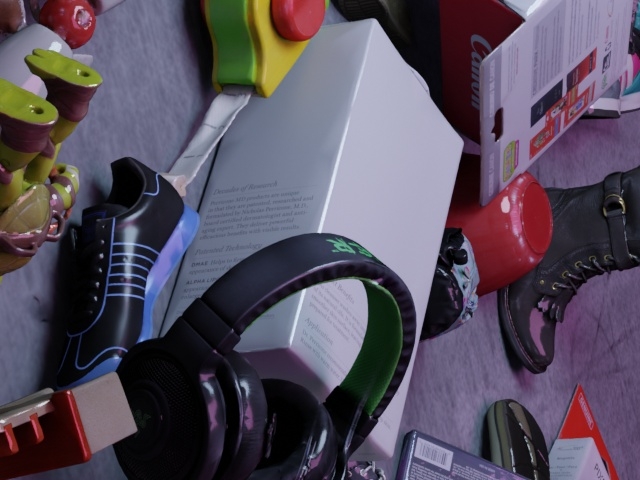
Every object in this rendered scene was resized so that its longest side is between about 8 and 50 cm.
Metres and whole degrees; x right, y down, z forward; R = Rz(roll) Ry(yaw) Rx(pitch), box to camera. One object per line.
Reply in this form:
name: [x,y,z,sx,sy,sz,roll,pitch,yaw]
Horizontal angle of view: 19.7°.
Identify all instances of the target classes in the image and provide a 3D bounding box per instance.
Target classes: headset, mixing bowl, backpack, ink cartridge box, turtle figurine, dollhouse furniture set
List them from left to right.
turtle figurine: [-0.239,-0.023,1.352,0.269,0.087,0.217,-28,151,-50]
dollhouse furniture set: [-0.178,0.239,1.338,0.135,0.262,0.259,-23,96,-56]
headset: [-0.061,0.181,1.497,0.394,0.185,0.243,-50,142,3]
backpack: [0.101,0.048,1.972,0.182,0.152,0.115,-39,124,-69]
mixing bowl: [0.215,-0.022,2.199,0.181,0.098,0.181,15,73,-57]
ink cartridge box: [0.221,-0.228,2.060,0.272,0.130,0.309,-44,155,-19]
ink cartridge box: [0.375,0.364,2.431,0.239,0.060,0.275,-58,132,-45]

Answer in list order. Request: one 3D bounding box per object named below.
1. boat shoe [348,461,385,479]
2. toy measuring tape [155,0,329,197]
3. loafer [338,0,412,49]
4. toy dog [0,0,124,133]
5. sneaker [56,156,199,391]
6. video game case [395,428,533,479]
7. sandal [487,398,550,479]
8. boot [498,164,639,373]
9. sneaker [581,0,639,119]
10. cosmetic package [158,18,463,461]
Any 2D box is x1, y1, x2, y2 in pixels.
boat shoe: [0.047,0.245,1.899,0.075,0.065,0.206,-49,126,-51]
toy measuring tape: [-0.085,-0.186,1.729,0.330,0.121,0.121,-56,132,-34]
loafer: [0.061,-0.262,2.033,0.148,0.056,0.050,48,44,-58]
toy dog: [-0.216,-0.227,1.513,0.334,0.161,0.220,-39,121,-38]
sneaker: [-0.182,0.033,1.556,0.090,0.081,0.232,46,45,-28]
video game case: [0.154,0.363,1.997,0.196,0.026,0.274,25,59,-17]
sandal: [0.219,0.328,2.162,0.120,0.086,0.303,45,33,-37]
boot: [0.340,0.028,2.268,0.091,0.229,0.263,15,72,-58]
sneaker: [0.368,-0.254,2.467,0.295,0.124,0.178,-22,108,-66]
cosmetic package: [0.000,0.000,1.784,0.217,0.156,0.385,51,42,-42]
